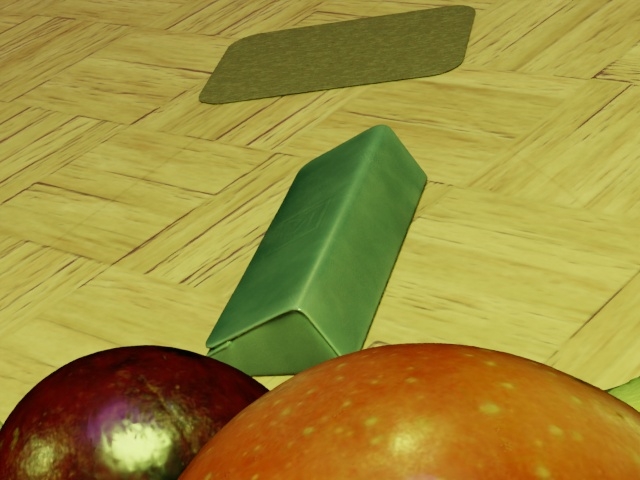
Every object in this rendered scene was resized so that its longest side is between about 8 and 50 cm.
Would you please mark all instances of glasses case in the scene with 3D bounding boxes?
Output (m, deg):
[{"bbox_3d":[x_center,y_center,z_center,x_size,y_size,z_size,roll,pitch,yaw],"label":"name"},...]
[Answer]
[{"bbox_3d":[0.000,0.000,1.067,0.105,0.056,0.266,-3,30,18],"label":"glasses case"}]

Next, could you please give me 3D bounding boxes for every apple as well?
[{"bbox_3d":[0.043,0.166,0.529,0.260,0.260,0.216,-22,24,-14],"label":"apple"}]

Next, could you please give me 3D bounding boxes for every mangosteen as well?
[{"bbox_3d":[-0.080,0.150,0.713,0.200,0.200,0.200,-11,28,6],"label":"mangosteen"}]

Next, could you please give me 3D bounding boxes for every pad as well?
[{"bbox_3d":[0.018,-0.187,1.455,0.266,0.002,0.176,-6,29,16],"label":"pad"}]

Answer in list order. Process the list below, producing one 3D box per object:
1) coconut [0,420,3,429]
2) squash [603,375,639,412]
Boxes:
[{"bbox_3d":[-0.269,0.144,0.760,0.197,0.237,0.237,-16,28,8],"label":"coconut"},{"bbox_3d":[0.170,0.127,0.758,0.192,0.085,0.184,-24,1,-22],"label":"squash"}]
